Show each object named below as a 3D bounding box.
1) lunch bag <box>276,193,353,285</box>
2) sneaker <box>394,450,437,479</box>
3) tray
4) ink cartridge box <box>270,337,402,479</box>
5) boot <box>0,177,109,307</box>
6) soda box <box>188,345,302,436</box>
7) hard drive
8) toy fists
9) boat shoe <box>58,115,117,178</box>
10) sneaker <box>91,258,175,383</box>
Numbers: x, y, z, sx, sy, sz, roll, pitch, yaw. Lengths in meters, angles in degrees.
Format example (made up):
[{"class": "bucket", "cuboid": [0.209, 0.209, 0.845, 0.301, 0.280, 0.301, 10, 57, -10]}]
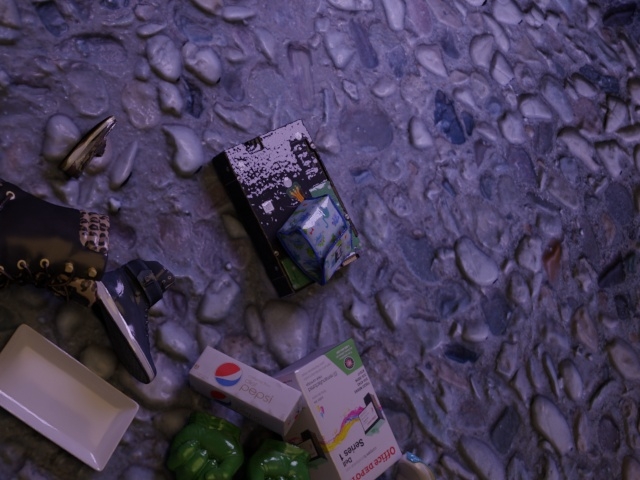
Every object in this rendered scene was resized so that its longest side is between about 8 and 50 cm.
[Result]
[{"class": "lunch bag", "cuboid": [0.000, 0.000, 2.021, 0.129, 0.096, 0.151, -51, 121, -37]}, {"class": "sneaker", "cuboid": [0.182, 0.538, 2.004, 0.092, 0.087, 0.228, -32, 136, -36]}, {"class": "tray", "cuboid": [-0.467, 0.283, 1.715, 0.270, 0.030, 0.145, 41, 58, -19]}, {"class": "ink cartridge box", "cuboid": [0.025, 0.371, 1.964, 0.201, 0.117, 0.278, -24, 90, -49]}, {"class": "boot", "cuboid": [-0.520, 0.058, 1.634, 0.284, 0.138, 0.377, 17, 48, -23]}, {"class": "soda box", "cuboid": [-0.145, 0.289, 1.847, 0.216, 0.069, 0.074, 24, 56, 16]}, {"class": "hard drive", "cuboid": [-0.064, -0.072, 2.089, 0.237, 0.064, 0.339, -29, 93, -38]}, {"class": "toy fists", "cuboid": [-0.150, 0.433, 1.818, 0.279, 0.096, 0.142, 22, 61, -9]}, {"class": "boat shoe", "cuboid": [-0.443, -0.180, 1.861, 0.049, 0.056, 0.152, 48, 64, -20]}, {"class": "sneaker", "cuboid": [-0.327, 0.143, 1.821, 0.163, 0.086, 0.226, -28, 92, -35]}]
